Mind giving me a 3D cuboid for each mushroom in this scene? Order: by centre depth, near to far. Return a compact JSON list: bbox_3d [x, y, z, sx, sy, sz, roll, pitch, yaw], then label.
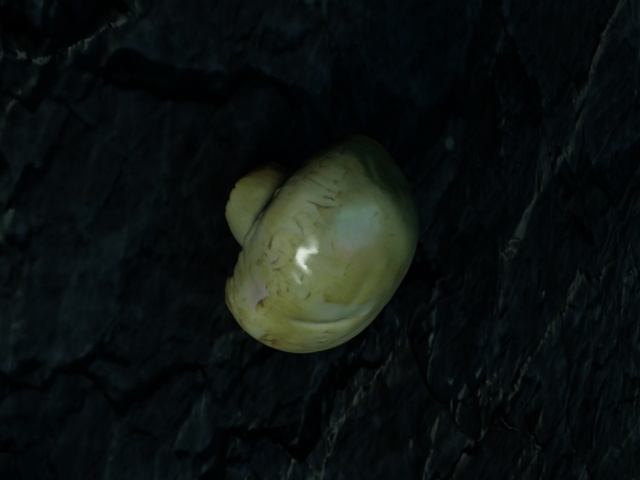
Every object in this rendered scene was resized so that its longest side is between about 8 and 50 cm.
[{"bbox_3d":[0.000,0.000,0.937,0.148,0.112,0.148,-49,162,-22],"label":"mushroom"}]
